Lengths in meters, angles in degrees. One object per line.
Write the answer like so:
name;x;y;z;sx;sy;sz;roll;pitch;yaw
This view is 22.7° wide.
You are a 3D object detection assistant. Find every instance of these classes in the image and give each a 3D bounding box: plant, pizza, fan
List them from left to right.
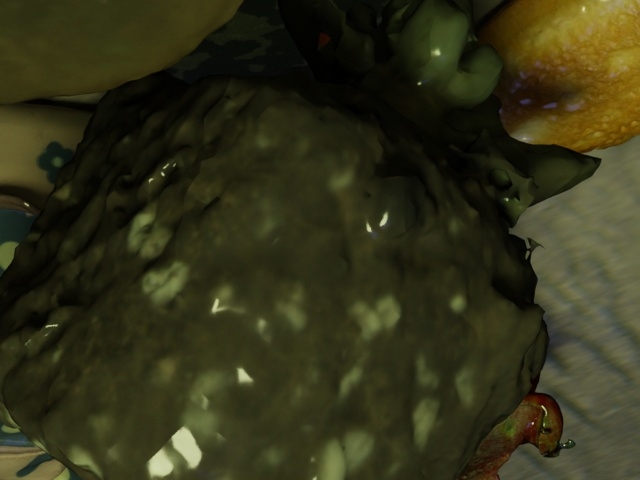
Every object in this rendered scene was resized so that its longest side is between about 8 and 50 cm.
fan;-0.073;-0.116;0.835;0.240;0.009;0.131;-4;150;-7
plant;0.000;0.000;0.741;0.215;0.312;0.213;45;167;-30
pizza;0.170;-0.109;0.866;0.134;0.056;0.271;21;138;-37

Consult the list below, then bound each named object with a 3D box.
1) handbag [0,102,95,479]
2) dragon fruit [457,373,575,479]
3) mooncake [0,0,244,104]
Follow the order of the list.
handbag;-0.209;0.036;0.878;0.251;0.193;0.190;6;143;-25
dragon fruit;0.029;0.119;1.145;0.295;0.130;0.268;-30;144;33
mooncake;-0.130;-0.156;0.645;0.228;0.124;0.228;-11;149;-7
